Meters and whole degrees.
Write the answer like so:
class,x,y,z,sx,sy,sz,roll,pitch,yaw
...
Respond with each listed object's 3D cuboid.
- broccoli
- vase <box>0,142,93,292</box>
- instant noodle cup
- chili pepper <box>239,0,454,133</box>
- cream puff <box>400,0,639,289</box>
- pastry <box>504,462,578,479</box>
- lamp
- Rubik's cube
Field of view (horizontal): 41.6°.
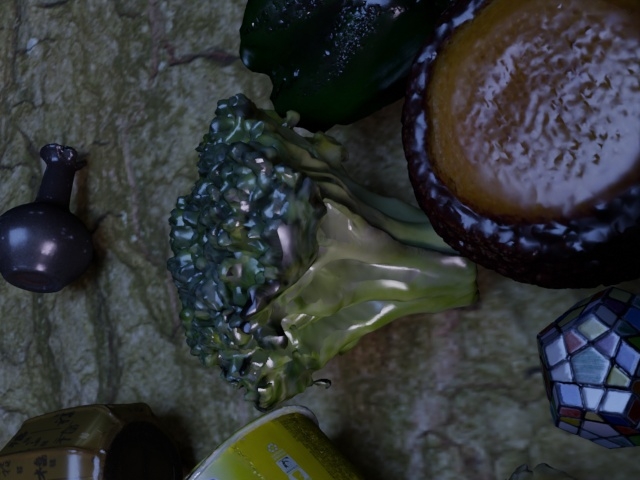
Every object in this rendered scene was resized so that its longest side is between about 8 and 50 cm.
class,x,y,z,sx,sy,sz,roll,pitch,yaw
broccoli,0.000,0.000,0.674,0.288,0.245,0.248,-129,32,-69
vase,-0.327,-0.032,1.021,0.120,0.120,0.183,-15,57,36
instant noodle cup,-0.019,0.251,0.664,0.153,0.205,0.205,33,102,29
chili pepper,0.051,-0.211,0.704,0.261,0.173,0.165,-40,63,33
cream puff,0.175,-0.083,0.582,0.239,0.164,0.239,-7,77,33
pastry,0.183,0.284,0.538,0.235,0.120,0.257,31,99,34
lamp,-0.240,0.246,0.861,0.185,0.161,0.161,-19,70,32
Rubik's cube,0.201,0.088,0.577,0.111,0.111,0.093,1,54,39
